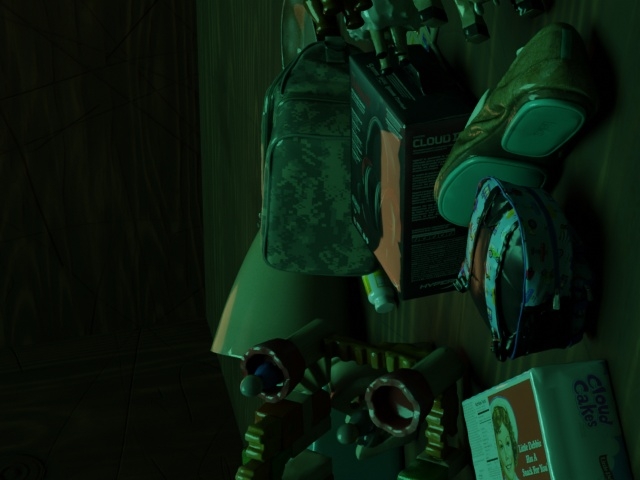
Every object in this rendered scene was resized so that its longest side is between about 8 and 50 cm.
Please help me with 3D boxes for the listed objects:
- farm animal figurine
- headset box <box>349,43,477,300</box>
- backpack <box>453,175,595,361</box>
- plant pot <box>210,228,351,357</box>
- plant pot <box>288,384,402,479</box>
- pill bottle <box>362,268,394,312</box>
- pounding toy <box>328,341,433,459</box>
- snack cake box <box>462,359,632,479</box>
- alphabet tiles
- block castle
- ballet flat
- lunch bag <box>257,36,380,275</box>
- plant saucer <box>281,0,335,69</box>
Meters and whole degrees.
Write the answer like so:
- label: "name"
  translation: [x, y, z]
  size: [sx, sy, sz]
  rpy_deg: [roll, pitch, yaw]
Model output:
- label: "farm animal figurine"
  translation: [0.140, -0.322, 1.417]
  size: [0.327, 0.330, 0.172]
  rpy_deg: [27, -132, -70]
- label: "headset box"
  translation: [0.120, -0.105, 1.845]
  size: [0.218, 0.110, 0.293]
  rpy_deg: [-120, 24, -53]
- label: "backpack"
  translation: [0.219, 0.017, 1.487]
  size: [0.158, 0.117, 0.173]
  rpy_deg: [-114, 19, -52]
- label: "plant pot"
  translation: [-0.048, 0.087, 2.543]
  size: [0.256, 0.257, 0.274]
  rpy_deg: [176, 105, -78]
- label: "plant pot"
  translation: [0.045, 0.303, 2.388]
  size: [0.166, 0.166, 0.234]
  rpy_deg: [-137, 48, -71]
- label: "pill bottle"
  translation: [0.094, 0.074, 2.266]
  size: [0.043, 0.043, 0.083]
  rpy_deg: [100, 159, -55]
- label: "pounding toy"
  translation: [0.087, 0.259, 2.159]
  size: [0.269, 0.154, 0.154]
  rpy_deg: [95, 162, -48]
- label: "snack cake box"
  translation: [0.246, 0.229, 1.569]
  size: [0.264, 0.089, 0.152]
  rpy_deg: [128, 134, -73]
- label: "alphabet tiles"
  translation: [0.137, -0.254, 1.942]
  size: [0.198, 0.009, 0.237]
  rpy_deg: [97, 160, -49]
- label: "block castle"
  translation: [0.040, 0.356, 2.003]
  size: [0.303, 0.213, 0.453]
  rpy_deg: [12, 116, 33]
- label: "ballet flat"
  translation: [0.208, -0.128, 1.506]
  size: [0.342, 0.116, 0.124]
  rpy_deg: [113, 167, -67]
- label: "lunch bag"
  translation: [0.014, -0.125, 2.162]
  size: [0.256, 0.213, 0.305]
  rpy_deg: [-87, 1, -46]
- label: "plant saucer"
  translation: [-0.014, -0.301, 2.503]
  size: [0.310, 0.050, 0.310]
  rpy_deg: [171, 90, -77]
